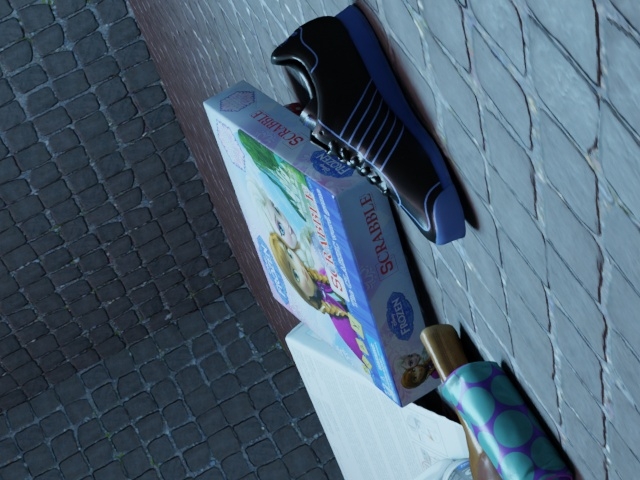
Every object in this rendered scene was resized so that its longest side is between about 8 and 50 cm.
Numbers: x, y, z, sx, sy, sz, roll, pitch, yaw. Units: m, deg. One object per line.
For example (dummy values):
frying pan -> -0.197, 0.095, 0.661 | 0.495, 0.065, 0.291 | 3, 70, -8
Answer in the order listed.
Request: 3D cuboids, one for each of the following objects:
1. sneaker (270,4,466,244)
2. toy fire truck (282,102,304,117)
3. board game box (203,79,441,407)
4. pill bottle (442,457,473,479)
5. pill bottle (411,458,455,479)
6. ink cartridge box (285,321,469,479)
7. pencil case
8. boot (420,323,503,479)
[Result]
sneaker -> 0.041, -0.089, 1.283 | 0.232, 0.090, 0.081 | 62, 173, 6
toy fire truck -> 0.001, -0.068, 1.844 | 0.135, 0.047, 0.192 | 55, 169, 44
board game box -> 0.000, 0.000, 1.751 | 0.318, 0.066, 0.318 | 37, 152, 51
pill bottle -> 0.193, 0.306, 1.751 | 0.078, 0.078, 0.137 | 63, 173, -8
pill bottle -> 0.191, 0.406, 1.875 | 0.229, 0.131, 0.131 | 50, 173, 0
ink cartridge box -> 0.139, 0.284, 2.054 | 0.385, 0.091, 0.308 | 22, 142, 46
pencil case -> 0.183, 0.190, 1.435 | 0.151, 0.065, 0.070 | 58, 159, 30
boot -> 0.185, 0.259, 1.592 | 0.280, 0.096, 0.264 | 62, -178, 35
